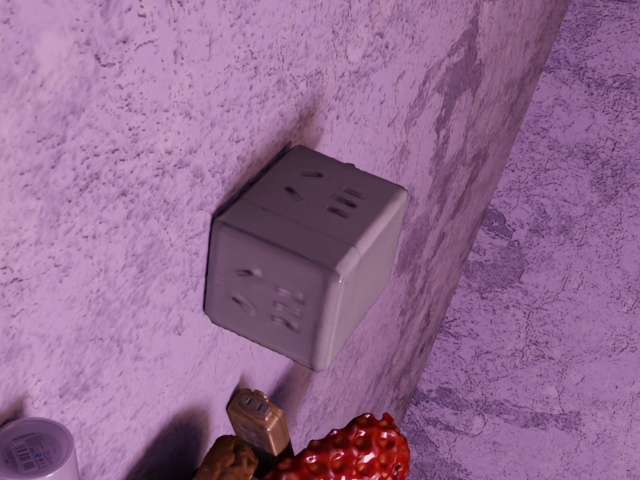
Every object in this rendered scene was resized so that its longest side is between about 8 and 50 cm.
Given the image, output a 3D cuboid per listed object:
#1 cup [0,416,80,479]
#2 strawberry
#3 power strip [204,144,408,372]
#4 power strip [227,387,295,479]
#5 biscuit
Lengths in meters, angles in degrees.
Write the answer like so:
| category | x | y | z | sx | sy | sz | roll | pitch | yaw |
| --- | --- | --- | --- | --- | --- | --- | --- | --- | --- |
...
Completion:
| category | x | y | z | sx | sy | sz | roll | pitch | yaw |
| --- | --- | --- | --- | --- | --- | --- | --- | --- | --- |
| cup | -0.221 | 0.195 | 0.725 | 0.104 | 0.074 | 0.116 | -18 | 132 | -31 |
| strawberry | -0.005 | 0.374 | 1.313 | 0.336 | 0.149 | 0.265 | -36 | 153 | -11 |
| power strip | 0.000 | 0.000 | 1.016 | 0.224 | 0.140 | 0.139 | -48 | 155 | -47 |
| power strip | -0.070 | 0.264 | 1.296 | 0.044 | 0.064 | 0.305 | -57 | 162 | -23 |
| biscuit | -0.140 | 0.342 | 1.049 | 0.296 | 0.075 | 0.295 | 25 | 90 | -90 |
